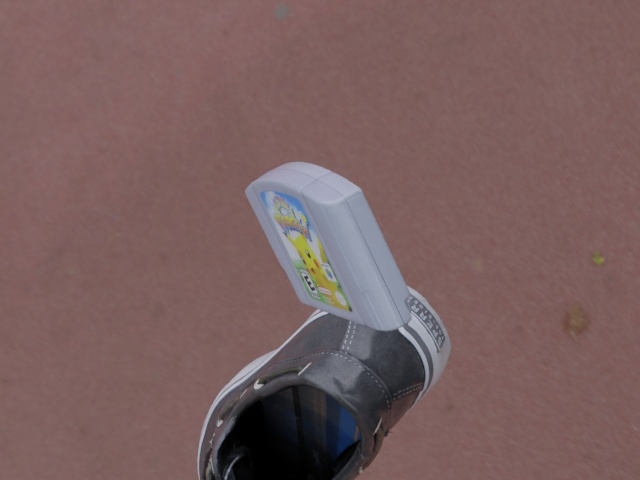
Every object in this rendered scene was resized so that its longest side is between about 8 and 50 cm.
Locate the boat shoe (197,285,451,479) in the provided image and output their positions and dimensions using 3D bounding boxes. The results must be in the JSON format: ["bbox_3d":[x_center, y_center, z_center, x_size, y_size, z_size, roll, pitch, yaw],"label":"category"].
[{"bbox_3d":[-0.017,0.099,0.597,0.080,0.228,0.076,44,52,0],"label":"boat shoe"}]

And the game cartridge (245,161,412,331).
[{"bbox_3d":[0.000,0.000,0.438,0.017,0.056,0.083,-27,14,-18],"label":"game cartridge"}]
